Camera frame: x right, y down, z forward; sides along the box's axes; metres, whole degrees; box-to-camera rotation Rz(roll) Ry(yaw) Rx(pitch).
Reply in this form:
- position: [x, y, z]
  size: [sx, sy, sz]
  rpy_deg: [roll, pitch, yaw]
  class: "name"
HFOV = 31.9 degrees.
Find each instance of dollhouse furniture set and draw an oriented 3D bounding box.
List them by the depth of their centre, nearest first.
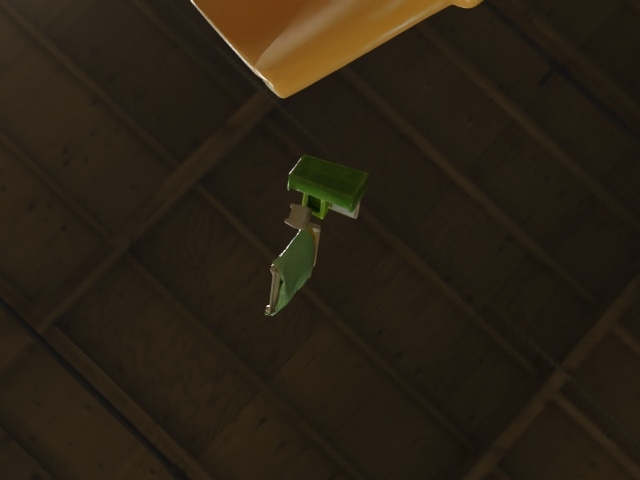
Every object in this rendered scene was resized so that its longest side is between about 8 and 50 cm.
- position: [0.000, 0.000, 0.947]
  size: [0.058, 0.152, 0.076]
  rpy_deg: [20, -138, 13]
  class: "dollhouse furniture set"

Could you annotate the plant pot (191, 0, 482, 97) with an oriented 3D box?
- position: [0.004, -0.200, 0.728]
  size: [0.188, 0.205, 0.205]
  rpy_deg: [-41, -96, 6]
  class: "plant pot"
